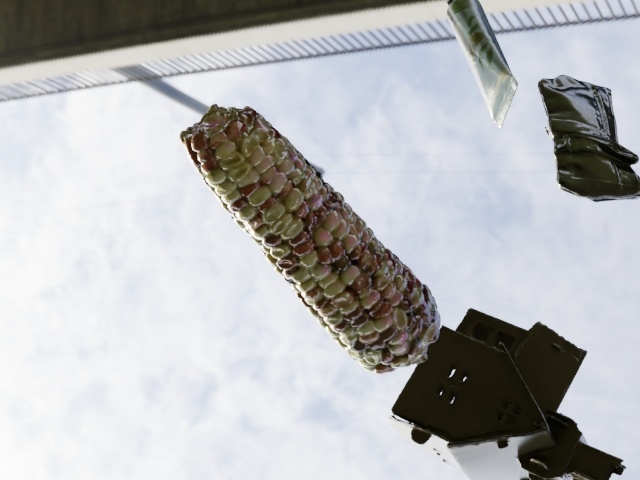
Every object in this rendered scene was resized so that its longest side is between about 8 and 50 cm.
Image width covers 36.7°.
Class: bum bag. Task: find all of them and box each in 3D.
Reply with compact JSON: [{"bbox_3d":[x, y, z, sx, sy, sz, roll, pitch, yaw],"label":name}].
[{"bbox_3d":[0.385,-0.150,1.400,0.123,0.060,0.248,5,-136,-4],"label":"bum bag"}]

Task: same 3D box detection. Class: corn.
[{"bbox_3d":[0.000,0.000,0.788,0.092,0.280,0.092,-33,-157,16],"label":"corn"}]

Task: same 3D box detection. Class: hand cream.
[{"bbox_3d":[0.253,-0.300,1.514,0.058,0.091,0.271,0,-131,-15],"label":"hand cream"}]

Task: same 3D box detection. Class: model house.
[{"bbox_3d":[0.249,0.208,1.148,0.243,0.211,0.204,23,-105,30],"label":"model house"}]
